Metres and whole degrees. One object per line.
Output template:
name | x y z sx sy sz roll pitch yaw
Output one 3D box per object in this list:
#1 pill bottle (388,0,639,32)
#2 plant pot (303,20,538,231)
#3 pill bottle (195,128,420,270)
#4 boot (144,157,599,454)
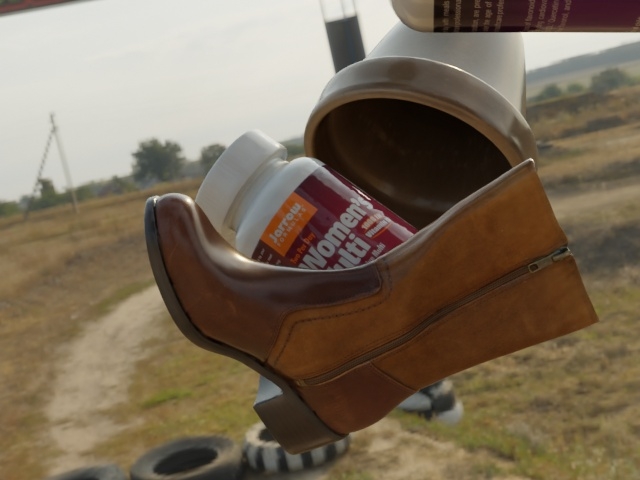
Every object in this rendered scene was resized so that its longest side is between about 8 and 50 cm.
pill bottle | 0.165 -0.254 0.733 0.323 0.181 0.181 1 7 6
plant pot | 0.140 -0.157 1.083 0.263 0.263 0.229 -8 46 41
pill bottle | 0.000 0.000 0.860 0.121 0.221 0.121 -52 -9 -12
boot | 0.039 0.021 0.704 0.280 0.264 0.096 -28 18 14
